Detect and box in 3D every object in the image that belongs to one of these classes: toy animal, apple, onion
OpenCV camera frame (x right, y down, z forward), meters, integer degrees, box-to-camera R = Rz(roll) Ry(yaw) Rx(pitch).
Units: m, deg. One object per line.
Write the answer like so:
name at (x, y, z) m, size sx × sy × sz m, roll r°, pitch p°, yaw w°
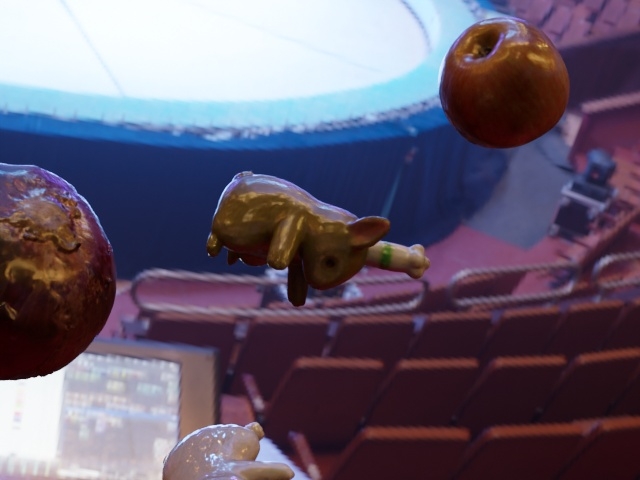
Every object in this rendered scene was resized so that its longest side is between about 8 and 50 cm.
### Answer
toy animal at (-0.014, 0.014, 1.920) m, size 0.363 × 0.180 × 0.181 m, roll 22°, pitch -12°, yaw 19°
apple at (0.199, -0.172, 1.249) m, size 0.146 × 0.131 × 0.146 m, roll -16°, pitch 43°, yaw 15°
onion at (-0.502, 0.078, 1.707) m, size 0.348 × 0.385 × 0.347 m, roll 28°, pitch 36°, yaw -23°
toy animal at (-0.112, 0.325, 1.374) m, size 0.138 × 0.140 × 0.282 m, roll 14°, pitch 12°, yaw -18°
